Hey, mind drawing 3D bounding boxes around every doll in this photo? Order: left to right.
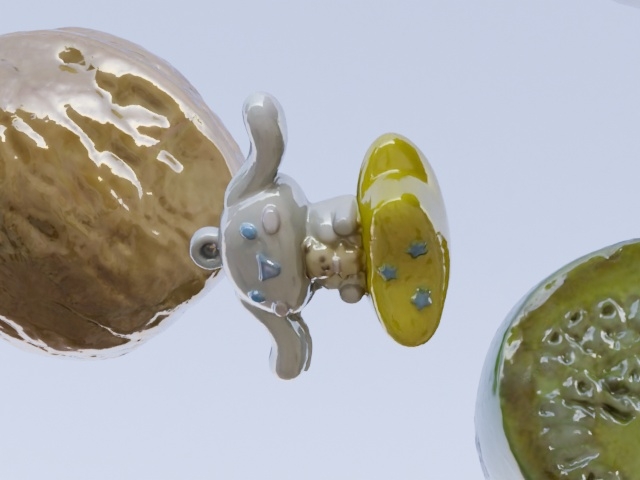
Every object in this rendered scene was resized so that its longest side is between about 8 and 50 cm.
[{"bbox_3d":[-0.001,-0.007,0.826,0.113,0.071,0.135,-22,-66,19],"label":"doll"}]

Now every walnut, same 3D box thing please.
[{"bbox_3d":[-0.159,-0.035,1.233,0.228,0.228,0.228,-4,-47,-5],"label":"walnut"}]

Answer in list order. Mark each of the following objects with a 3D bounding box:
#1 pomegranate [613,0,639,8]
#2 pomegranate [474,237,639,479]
[{"bbox_3d":[0.213,-0.275,0.744,0.416,0.417,0.417,-4,-47,-5],"label":"pomegranate"},{"bbox_3d":[0.174,0.127,0.973,0.190,0.241,0.159,-3,-25,-1],"label":"pomegranate"}]
